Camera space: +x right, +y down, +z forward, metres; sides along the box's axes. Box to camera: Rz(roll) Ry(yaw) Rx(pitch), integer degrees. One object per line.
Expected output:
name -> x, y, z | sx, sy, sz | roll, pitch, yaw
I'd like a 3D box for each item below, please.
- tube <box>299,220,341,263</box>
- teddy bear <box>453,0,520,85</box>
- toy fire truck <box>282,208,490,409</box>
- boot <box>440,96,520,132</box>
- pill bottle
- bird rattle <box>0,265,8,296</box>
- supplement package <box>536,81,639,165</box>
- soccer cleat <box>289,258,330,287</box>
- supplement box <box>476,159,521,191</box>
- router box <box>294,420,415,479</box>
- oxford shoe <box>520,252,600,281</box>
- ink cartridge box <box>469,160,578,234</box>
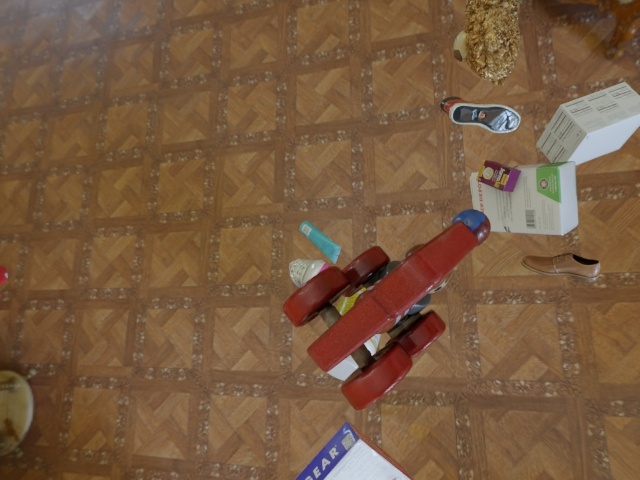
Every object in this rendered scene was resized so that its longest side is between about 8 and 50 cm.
tube -> 0.000, 0.000, 1.561 | 0.207, 0.052, 0.080 | 42, 135, 33
teddy bear -> 0.333, -0.482, 0.812 | 0.112, 0.245, 0.339 | 6, 95, 10
toy fire truck -> 0.115, 0.066, 0.550 | 0.169, 0.302, 0.254 | 52, 127, 13
boot -> 0.543, -0.442, 1.390 | 0.244, 0.176, 0.089 | 9, 119, -4
pill bottle -> 0.125, 0.320, 1.454 | 0.187, 0.188, 0.334 | 11, 45, 20
bird rattle -> -0.510, -0.037, 0.522 | 0.142, 0.253, 0.207 | -18, 47, 21
supplement package -> 0.951, -0.394, 1.425 | 0.261, 0.204, 0.145 | -20, 63, -6
soccer cleat -> -0.048, 0.113, 1.330 | 0.143, 0.331, 0.116 | 33, 77, 6
supplement box -> 0.424, -0.155, 0.968 | 0.083, 0.043, 0.055 | 41, 125, 50
router box -> 0.066, 0.719, 1.118 | 0.335, 0.301, 0.082 | -47, 24, -6
oxford shoe -> 0.731, 0.065, 1.237 | 0.212, 0.076, 0.076 | 7, 38, 23
ink cartridge box -> 0.501, -0.106, 1.010 | 0.219, 0.092, 0.161 | 8, 113, 53
